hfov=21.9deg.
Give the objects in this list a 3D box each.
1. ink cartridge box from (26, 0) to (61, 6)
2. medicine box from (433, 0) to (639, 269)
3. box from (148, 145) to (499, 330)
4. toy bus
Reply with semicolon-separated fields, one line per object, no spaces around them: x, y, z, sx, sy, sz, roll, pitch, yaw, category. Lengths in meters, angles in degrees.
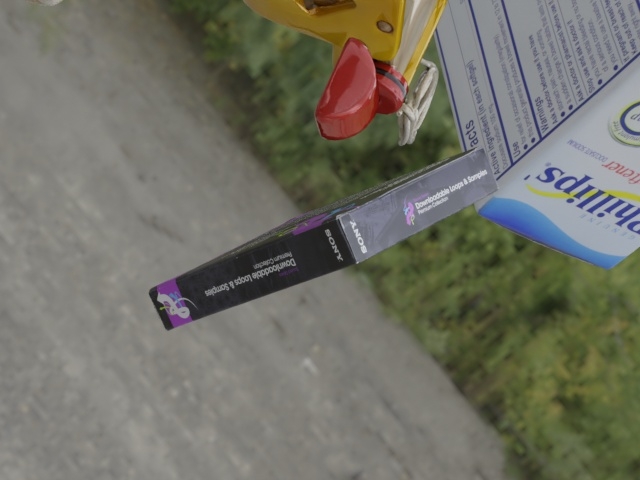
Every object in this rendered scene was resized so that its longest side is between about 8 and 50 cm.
-0.150;-0.177;0.404;0.235;0.088;0.193;15;50;-7;ink cartridge box
0.235;-0.174;1.248;0.149;0.289;0.263;22;42;-31;medicine box
0.000;0.000;0.866;0.116;0.162;0.029;-27;93;-42;box
0.010;-0.139;0.737;0.104;0.202;0.191;22;18;9;toy bus
